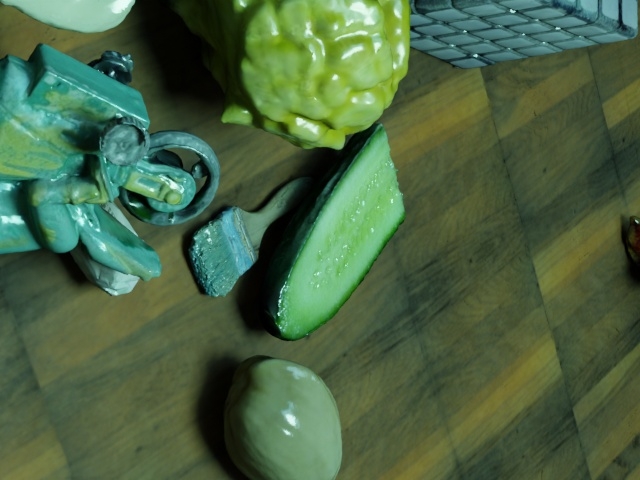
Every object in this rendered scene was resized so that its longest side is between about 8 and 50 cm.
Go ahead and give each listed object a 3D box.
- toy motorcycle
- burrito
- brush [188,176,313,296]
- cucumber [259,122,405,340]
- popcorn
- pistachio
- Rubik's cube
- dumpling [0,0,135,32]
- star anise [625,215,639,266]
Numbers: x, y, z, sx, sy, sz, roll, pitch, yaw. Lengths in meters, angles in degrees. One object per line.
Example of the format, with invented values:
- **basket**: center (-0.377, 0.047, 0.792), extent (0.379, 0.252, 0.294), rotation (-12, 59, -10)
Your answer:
- **toy motorcycle**: center (-0.223, -0.058, 1.148), extent (0.296, 0.198, 0.109), rotation (24, 24, -30)
- **burrito**: center (-0.207, -0.039, 1.256), extent (0.064, 0.064, 0.203), rotation (-51, 122, -39)
- **brush**: center (-0.060, -0.017, 1.456), extent (0.196, 0.021, 0.070), rotation (-41, 119, -44)
- **cucumber**: center (0.000, 0.000, 1.491), extent (0.244, 0.063, 0.115), rotation (-54, 134, -38)
- **popcorn**: center (-0.029, -0.203, 1.362), extent (0.225, 0.249, 0.249), rotation (-6, 91, -13)
- **pistachio**: center (-0.034, 0.174, 1.401), extent (0.149, 0.113, 0.113), rotation (53, 50, -32)
- **Rubik's cube**: center (0.188, -0.333, 1.611), extent (0.238, 0.237, 0.237), rotation (10, 78, -50)
- **dumpling**: center (-0.243, -0.363, 1.118), extent (0.315, 0.233, 0.395), rotation (12, 68, -57)
- **star anise**: center (0.481, 0.041, 2.019), extent (0.196, 0.111, 0.212), rotation (39, 50, -47)
